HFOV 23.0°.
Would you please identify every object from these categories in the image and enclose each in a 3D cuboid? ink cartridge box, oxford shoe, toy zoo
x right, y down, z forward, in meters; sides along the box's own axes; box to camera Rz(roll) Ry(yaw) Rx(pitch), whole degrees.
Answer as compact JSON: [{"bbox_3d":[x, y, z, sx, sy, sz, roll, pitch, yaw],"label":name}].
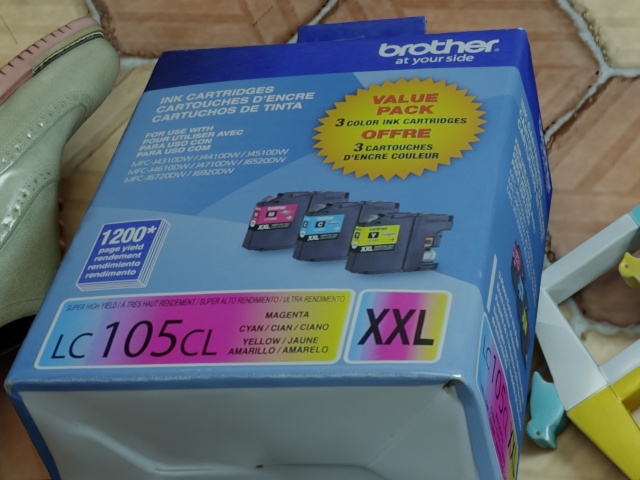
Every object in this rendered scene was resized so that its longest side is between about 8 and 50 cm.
[{"bbox_3d":[0.000,0.000,1.013,0.270,0.151,0.395,-2,38,15],"label":"ink cartridge box"},{"bbox_3d":[-0.239,0.001,1.149,0.146,0.140,0.397,33,60,-4],"label":"oxford shoe"},{"bbox_3d":[0.258,0.048,1.001,0.293,0.030,0.192,-36,56,7],"label":"toy zoo"}]

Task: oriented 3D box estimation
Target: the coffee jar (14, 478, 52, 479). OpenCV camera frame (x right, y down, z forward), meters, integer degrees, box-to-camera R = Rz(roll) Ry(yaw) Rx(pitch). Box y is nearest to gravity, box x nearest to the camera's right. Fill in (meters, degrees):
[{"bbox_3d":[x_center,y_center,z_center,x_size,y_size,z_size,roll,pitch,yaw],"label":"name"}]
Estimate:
[{"bbox_3d":[-0.179,0.198,1.008,0.184,0.079,0.096,-6,48,10],"label":"coffee jar"}]
